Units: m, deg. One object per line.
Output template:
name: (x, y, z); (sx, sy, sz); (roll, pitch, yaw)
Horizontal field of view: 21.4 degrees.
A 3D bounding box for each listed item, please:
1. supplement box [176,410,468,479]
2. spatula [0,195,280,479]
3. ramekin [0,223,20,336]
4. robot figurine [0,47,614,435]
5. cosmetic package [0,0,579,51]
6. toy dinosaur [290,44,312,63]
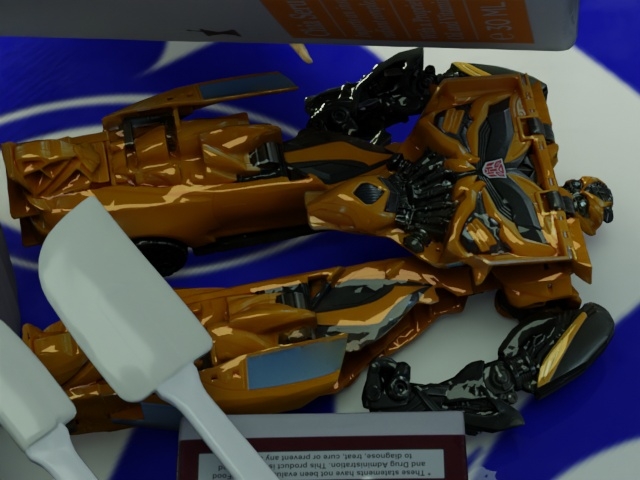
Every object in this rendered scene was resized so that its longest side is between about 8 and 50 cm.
supplement box: (0.003, 0.196, 0.717); (0.130, 0.073, 0.239); (-1, 61, 3)
spatula: (-0.085, 0.119, 0.680); (0.168, 0.019, 0.242); (-36, 81, -22)
ramekin: (-0.275, 0.029, 0.795); (0.277, 0.135, 0.277); (-2, 61, 3)
robot figurine: (0.000, 0.000, 0.813); (0.291, 0.085, 0.211); (-10, 63, -3)
cosmetic package: (-0.106, -0.195, 0.791); (0.453, 0.230, 0.162); (3, 83, 11)
toy dinosaur: (-0.091, -0.158, 0.933); (0.211, 0.064, 0.112); (9, 82, 12)
